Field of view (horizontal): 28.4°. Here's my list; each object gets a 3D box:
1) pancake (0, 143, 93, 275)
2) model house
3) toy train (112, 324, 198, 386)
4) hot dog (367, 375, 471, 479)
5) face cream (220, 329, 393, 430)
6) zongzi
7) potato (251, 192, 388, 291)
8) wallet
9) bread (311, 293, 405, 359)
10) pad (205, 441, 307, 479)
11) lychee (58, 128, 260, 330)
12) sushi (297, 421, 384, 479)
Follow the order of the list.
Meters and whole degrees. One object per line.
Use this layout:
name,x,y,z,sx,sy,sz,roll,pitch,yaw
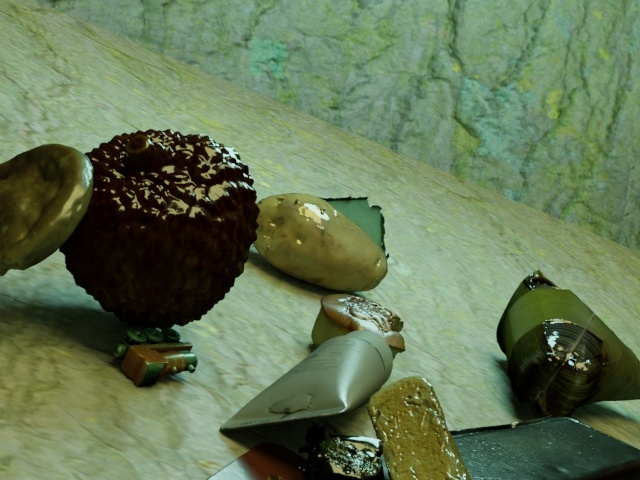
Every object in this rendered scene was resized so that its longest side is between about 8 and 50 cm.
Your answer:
pancake,-0.352,-0.025,1.354,0.236,0.222,0.042,-7,-46,30
model house,0.023,-0.008,2.143,0.148,0.120,0.148,-3,-3,-14
toy train,-0.180,0.128,1.402,0.064,0.044,0.103,39,21,31
hot dog,0.114,0.242,1.366,0.073,0.084,0.242,61,5,-31
face cream,0.006,0.167,1.462,0.143,0.089,0.314,-9,2,20
zongzi,0.424,0.213,1.919,0.317,0.154,0.289,29,21,-8
potato,0.000,0.003,1.976,0.234,0.128,0.161,35,27,-1
wallet,0.245,0.267,1.510,0.318,0.045,0.172,-3,20,-40
bread,0.049,0.124,1.707,0.125,0.086,0.156,23,13,-2
pad,-0.025,0.270,1.232,0.181,0.004,0.267,28,15,14
lychee,-0.183,-0.011,1.455,0.235,0.271,0.236,-2,52,2
sushi,0.019,0.237,1.311,0.084,0.056,0.083,23,22,-13
